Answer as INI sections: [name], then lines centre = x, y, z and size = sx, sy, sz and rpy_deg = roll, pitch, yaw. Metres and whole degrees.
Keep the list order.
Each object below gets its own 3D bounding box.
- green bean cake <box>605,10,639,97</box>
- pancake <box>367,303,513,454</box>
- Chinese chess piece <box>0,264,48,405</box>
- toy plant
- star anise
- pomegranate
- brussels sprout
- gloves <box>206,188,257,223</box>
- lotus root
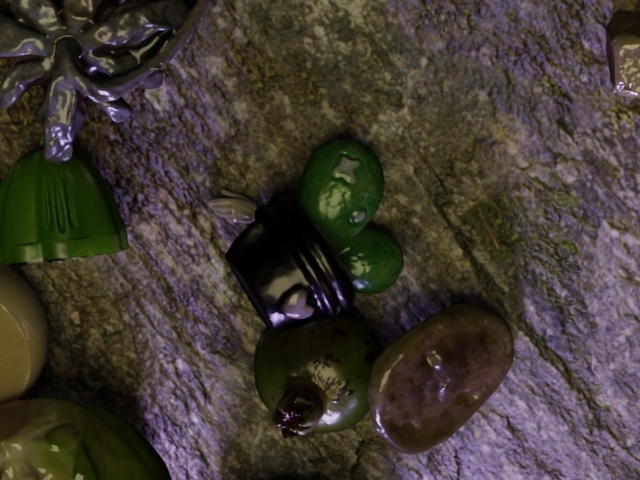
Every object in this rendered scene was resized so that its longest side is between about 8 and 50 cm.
[green bean cake]
centre = 0.438, -0.229, 1.650
size = 0.179, 0.109, 0.085
rpy_deg = -6, 116, 7
[pancake]
centre = 0.166, 0.194, 1.844
size = 0.242, 0.050, 0.242
rpy_deg = -18, 127, -26
[Chinese chess piece]
centre = -0.502, 0.132, 1.904
size = 0.250, 0.097, 0.251
rpy_deg = 2, 116, 4
[toy plant]
centre = 0.000, 0.000, 1.775
size = 0.235, 0.175, 0.218
rpy_deg = -34, 119, -11
[star anise]
centre = -0.293, -0.260, 1.651
size = 0.316, 0.139, 0.359
rpy_deg = 8, 104, -4
[pomegranate]
centre = -0.017, 0.188, 1.842
size = 0.179, 0.210, 0.179
rpy_deg = 31, 140, 29
[brussels sprout]
centre = -0.358, 0.386, 1.908
size = 0.276, 0.315, 0.371
rpy_deg = -6, 112, 25
[gloves]
centre = -0.111, -0.045, 1.826
size = 0.081, 0.037, 0.044
rpy_deg = 3, 81, 8
[lotus root]
centre = -0.347, -0.058, 1.777
size = 0.186, 0.186, 0.186
rpy_deg = 2, 116, 3
